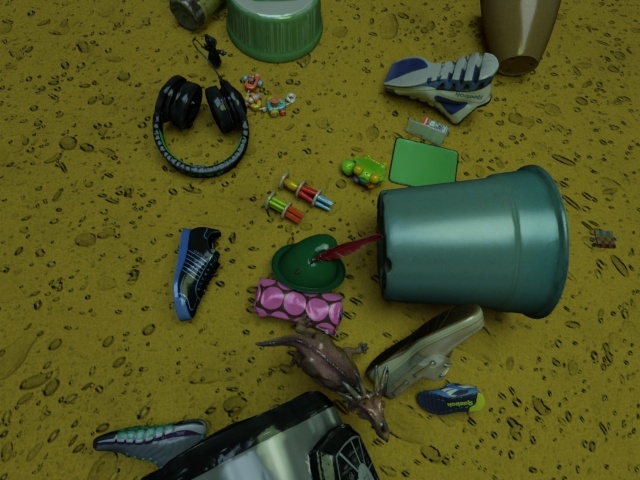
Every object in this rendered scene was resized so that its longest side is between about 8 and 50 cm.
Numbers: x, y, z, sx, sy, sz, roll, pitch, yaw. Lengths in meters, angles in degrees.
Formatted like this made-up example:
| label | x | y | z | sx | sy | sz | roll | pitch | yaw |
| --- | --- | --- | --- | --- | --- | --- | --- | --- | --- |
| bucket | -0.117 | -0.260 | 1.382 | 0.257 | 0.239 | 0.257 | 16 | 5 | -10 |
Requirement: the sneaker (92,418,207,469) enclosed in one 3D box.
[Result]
| label | x | y | z | sx | sy | sz | roll | pitch | yaw |
| --- | --- | --- | --- | --- | --- | --- | --- | --- | --- |
| sneaker | -0.345 | 0.428 | 0.841 | 0.223 | 0.083 | 0.098 | -4 | 75 | -7 |

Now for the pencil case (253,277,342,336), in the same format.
| label | x | y | z | sx | sy | sz | roll | pitch | yaw |
| --- | --- | --- | --- | --- | --- | --- | --- | --- | --- |
| pencil case | -0.051 | 0.154 | 0.962 | 0.209 | 0.095 | 0.098 | 13 | 70 | 3 |

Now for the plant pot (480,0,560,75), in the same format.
| label | x | y | z | sx | sy | sz | roll | pitch | yaw |
| --- | --- | --- | --- | --- | --- | --- | --- | --- | --- |
| plant pot | 0.604 | -0.650 | 1.261 | 0.237 | 0.237 | 0.254 | 6 | 83 | -2 |

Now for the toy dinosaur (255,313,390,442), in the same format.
| label | x | y | z | sx | sy | sz | roll | pitch | yaw |
| --- | --- | --- | --- | --- | --- | --- | --- | --- | --- |
| toy dinosaur | 0.024 | 0.248 | 0.819 | 0.295 | 0.200 | 0.127 | 32 | 87 | -12 |

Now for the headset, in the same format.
| label | x | y | z | sx | sy | sz | roll | pitch | yaw |
| --- | --- | --- | --- | --- | --- | --- | --- | --- | --- |
| headset | -0.314 | -0.361 | 1.133 | 0.243 | 0.185 | 0.394 | 3 | 84 | -8 |

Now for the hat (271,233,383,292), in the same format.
| label | x | y | z | sx | sy | sz | roll | pitch | yaw |
| --- | --- | --- | --- | --- | --- | --- | --- | --- | --- |
| hat | 0.000 | 0.000 | 0.945 | 0.208 | 0.184 | 0.173 | 2 | 42 | -13 |

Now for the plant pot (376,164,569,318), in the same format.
| label | x | y | z | sx | sy | sz | roll | pitch | yaw |
| --- | --- | --- | --- | --- | --- | --- | --- | --- | --- |
| plant pot | 0.301 | 0.006 | 0.938 | 0.334 | 0.341 | 0.341 | -1 | 69 | 4 |

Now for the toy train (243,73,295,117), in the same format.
| label | x | y | z | sx | sy | sz | roll | pitch | yaw |
| --- | --- | --- | --- | --- | --- | --- | --- | --- | --- |
| toy train | -0.160 | -0.425 | 1.194 | 0.166 | 0.046 | 0.125 | 23 | 70 | 4 |

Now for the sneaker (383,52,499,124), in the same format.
| label | x | y | z | sx | sy | sz | roll | pitch | yaw |
| --- | --- | --- | --- | --- | --- | --- | --- | --- | --- |
| sneaker | 0.346 | -0.419 | 1.194 | 0.315 | 0.182 | 0.127 | 12 | 64 | 31 |

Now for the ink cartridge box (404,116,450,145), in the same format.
| label | x | y | z | sx | sy | sz | roll | pitch | yaw |
| --- | --- | --- | --- | --- | --- | --- | --- | --- | --- |
| ink cartridge box | 0.302 | -0.317 | 1.181 | 0.115 | 0.063 | 0.029 | 25 | 71 | 5 |

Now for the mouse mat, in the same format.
| label | x | y | z | sx | sy | sz | roll | pitch | yaw |
| --- | --- | --- | --- | --- | --- | --- | --- | --- | --- |
| mouse mat | 0.293 | -0.211 | 1.171 | 0.189 | 0.007 | 0.153 | 13 | 69 | 2 |

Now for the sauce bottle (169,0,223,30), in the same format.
| label | x | y | z | sx | sy | sz | roll | pitch | yaw |
| --- | --- | --- | --- | --- | --- | --- | --- | --- | --- |
| sauce bottle | -0.326 | -0.803 | 1.290 | 0.111 | 0.111 | 0.344 | 29 | 69 | 6 |

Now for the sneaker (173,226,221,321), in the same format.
| label | x | y | z | sx | sy | sz | roll | pitch | yaw |
| --- | --- | --- | --- | --- | --- | --- | --- | --- | --- |
| sneaker | -0.285 | 0.073 | 0.977 | 0.090 | 0.081 | 0.232 | -3 | 68 | 2 |

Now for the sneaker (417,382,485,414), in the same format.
| label | x | y | z | sx | sy | sz | roll | pitch | yaw |
| --- | --- | --- | --- | --- | --- | --- | --- | --- | --- |
| sneaker | 0.291 | 0.355 | 0.938 | 0.144 | 0.059 | 0.053 | -4 | 101 | 10 |

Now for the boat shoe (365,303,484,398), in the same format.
| label | x | y | z | sx | sy | sz | roll | pitch | yaw |
| --- | --- | --- | --- | --- | --- | --- | --- | --- | --- |
| boat shoe | 0.230 | 0.241 | 0.877 | 0.098 | 0.302 | 0.109 | 51 | 29 | 6 |

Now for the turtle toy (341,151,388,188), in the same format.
| label | x | y | z | sx | sy | sz | roll | pitch | yaw |
| --- | --- | --- | --- | --- | --- | --- | --- | --- | --- |
| turtle toy | 0.117 | -0.187 | 1.115 | 0.130 | 0.066 | 0.095 | 29 | 47 | 9 |

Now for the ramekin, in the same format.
| label | x | y | z | sx | sy | sz | roll | pitch | yaw |
| --- | --- | --- | --- | --- | --- | --- | --- | --- | --- |
| ramekin | -0.138 | -0.706 | 1.246 | 0.303 | 0.148 | 0.303 | 2 | 69 | -4 |

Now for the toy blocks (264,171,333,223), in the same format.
| label | x | y | z | sx | sy | sz | roll | pitch | yaw |
| --- | --- | --- | --- | --- | --- | --- | --- | --- | --- |
| toy blocks | -0.052 | -0.096 | 1.075 | 0.148 | 0.054 | 0.123 | 29 | 69 | 6 |

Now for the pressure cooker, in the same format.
| label | x | y | z | sx | sy | sz | roll | pitch | yaw |
| --- | --- | --- | --- | --- | --- | --- | --- | --- | --- |
| pressure cooker | -0.060 | 0.511 | 0.677 | 0.369 | 0.375 | 0.420 | -18 | 67 | -22 |

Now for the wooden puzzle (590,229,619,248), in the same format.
| label | x | y | z | sx | sy | sz | roll | pitch | yaw |
| --- | --- | --- | --- | --- | --- | --- | --- | --- | --- |
| wooden puzzle | 0.776 | -0.003 | 1.132 | 0.083 | 0.006 | 0.049 | 4 | 69 | -3 |
